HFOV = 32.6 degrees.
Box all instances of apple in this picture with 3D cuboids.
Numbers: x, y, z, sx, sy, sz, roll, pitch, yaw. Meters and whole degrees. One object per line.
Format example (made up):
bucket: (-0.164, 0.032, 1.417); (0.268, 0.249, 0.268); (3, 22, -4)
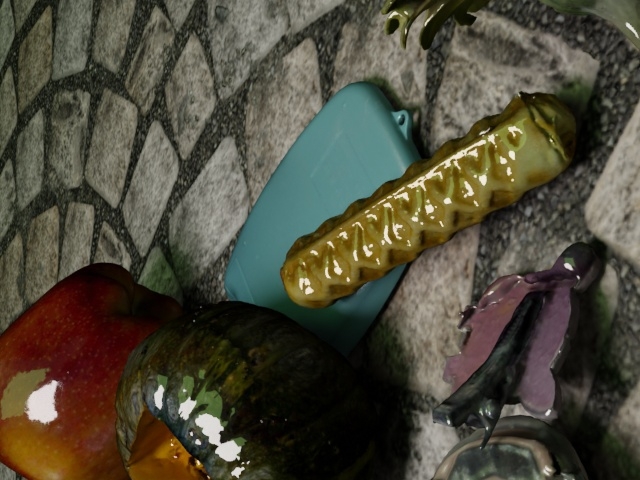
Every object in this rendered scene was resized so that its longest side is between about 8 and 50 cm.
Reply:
apple: (-0.315, 0.199, 1.492); (0.317, 0.288, 0.288); (-54, 39, 11)

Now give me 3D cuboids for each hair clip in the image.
hair clip: (0.156, 0.094, 0.929); (0.146, 0.056, 0.187); (-17, 34, 54)

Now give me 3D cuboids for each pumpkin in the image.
pumpkin: (-0.087, 0.213, 1.162); (0.320, 0.192, 0.320); (23, 124, 41)

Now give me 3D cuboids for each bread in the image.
bread: (0.090, -0.028, 1.041); (0.367, 0.077, 0.084); (-32, 71, 39)

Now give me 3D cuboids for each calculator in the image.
calculator: (0.000, 0.000, 1.245); (0.386, 0.054, 0.256); (-55, 43, 32)

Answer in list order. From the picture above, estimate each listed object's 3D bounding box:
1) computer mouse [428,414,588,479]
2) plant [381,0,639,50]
computer mouse: (0.150, 0.327, 0.848); (0.199, 0.115, 0.389); (-13, 57, 40)
plant: (0.168, -0.229, 0.831); (0.306, 0.261, 0.297); (136, 132, -60)
